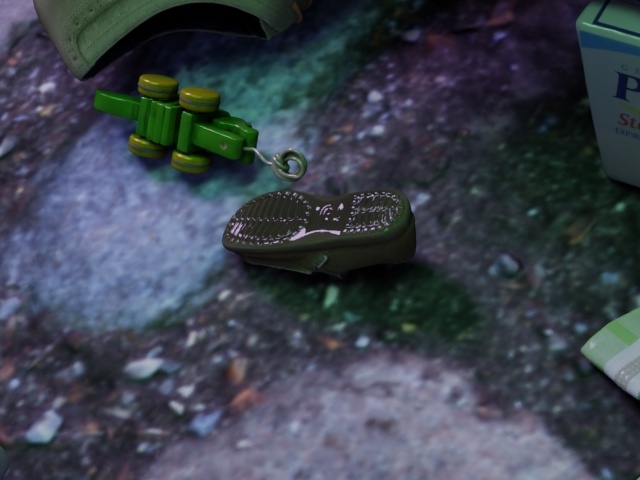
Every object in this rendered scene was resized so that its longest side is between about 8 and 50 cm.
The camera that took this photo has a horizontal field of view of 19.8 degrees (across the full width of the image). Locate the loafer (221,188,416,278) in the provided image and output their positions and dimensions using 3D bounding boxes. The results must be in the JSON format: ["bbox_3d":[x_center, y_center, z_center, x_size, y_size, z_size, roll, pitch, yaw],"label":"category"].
[{"bbox_3d":[0.000,0.000,1.210,0.148,0.050,0.056,0,47,36],"label":"loafer"}]

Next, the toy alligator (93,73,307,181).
[{"bbox_3d":[-0.076,-0.077,1.294,0.190,0.056,0.051,20,20,29],"label":"toy alligator"}]

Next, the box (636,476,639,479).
[{"bbox_3d":[0.260,0.176,0.998,0.145,0.038,0.186,-38,53,-15],"label":"box"}]

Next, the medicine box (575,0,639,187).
[{"bbox_3d":[0.348,-0.150,1.158,0.263,0.149,0.289,20,61,29],"label":"medicine box"}]

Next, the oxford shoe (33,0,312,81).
[{"bbox_3d":[-0.026,-0.225,1.371,0.397,0.140,0.146,-18,83,-6],"label":"oxford shoe"}]

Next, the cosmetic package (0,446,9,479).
[{"bbox_3d":[-0.465,0.127,1.039,0.394,0.327,0.329,20,67,27],"label":"cosmetic package"}]

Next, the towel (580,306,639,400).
[{"bbox_3d":[0.232,0.061,1.072,0.113,0.023,0.152,-32,28,-11],"label":"towel"}]
